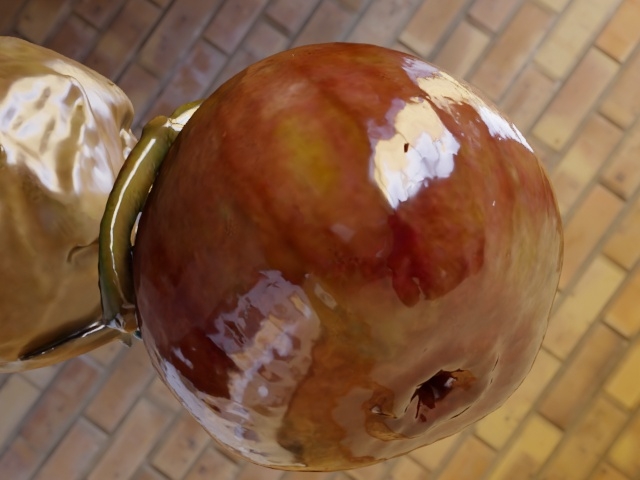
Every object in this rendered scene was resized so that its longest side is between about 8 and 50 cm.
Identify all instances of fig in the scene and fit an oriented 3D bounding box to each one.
[{"bbox_3d":[0.001,0.000,0.655,0.205,0.205,0.205,-54,176,-5],"label":"fig"}]

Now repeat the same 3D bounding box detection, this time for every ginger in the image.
[{"bbox_3d":[-0.225,-0.044,0.987,0.223,0.200,0.269,73,5,-51],"label":"ginger"}]

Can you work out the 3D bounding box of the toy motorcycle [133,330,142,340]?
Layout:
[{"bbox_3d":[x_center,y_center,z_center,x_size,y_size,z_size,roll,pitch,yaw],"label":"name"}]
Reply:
[{"bbox_3d":[-0.305,-0.029,1.592,0.172,0.416,0.232,-25,-145,41],"label":"toy motorcycle"}]
